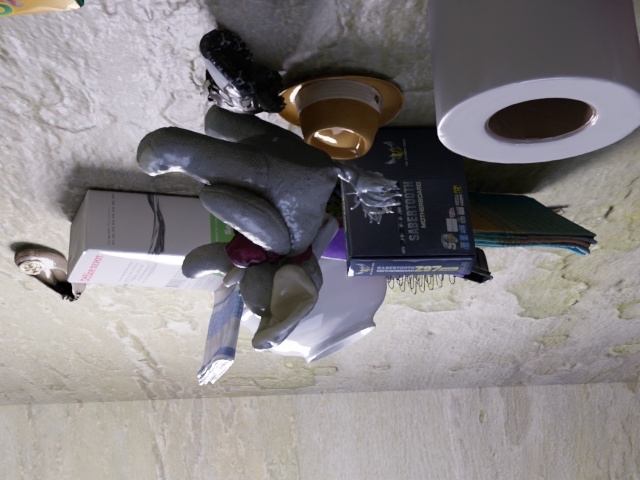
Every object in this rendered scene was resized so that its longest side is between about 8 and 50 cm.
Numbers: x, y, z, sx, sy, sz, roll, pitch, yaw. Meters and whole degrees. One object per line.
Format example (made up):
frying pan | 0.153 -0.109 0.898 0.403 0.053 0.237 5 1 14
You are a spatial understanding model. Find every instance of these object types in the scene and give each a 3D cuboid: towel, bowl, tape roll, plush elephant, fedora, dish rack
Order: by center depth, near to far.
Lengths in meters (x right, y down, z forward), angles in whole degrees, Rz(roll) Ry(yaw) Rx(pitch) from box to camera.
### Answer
tape roll | 0.253 -0.214 1.414 0.246 0.169 0.246 -3 161 -1
plush elephant | -0.078 -0.011 1.601 0.330 0.255 0.272 19 -160 5
fedora | 0.027 -0.165 1.670 0.194 0.079 0.194 -2 162 -1
towel | 0.222 -0.036 1.931 0.370 0.040 0.271 2 -164 -17
towel | -0.168 0.108 2.150 0.034 0.284 0.209 14 159 -13
bowl | 0.008 0.131 2.150 0.298 0.134 0.298 -27 169 -6
dish rack | 0.179 0.055 2.361 0.272 0.074 0.208 -18 155 39

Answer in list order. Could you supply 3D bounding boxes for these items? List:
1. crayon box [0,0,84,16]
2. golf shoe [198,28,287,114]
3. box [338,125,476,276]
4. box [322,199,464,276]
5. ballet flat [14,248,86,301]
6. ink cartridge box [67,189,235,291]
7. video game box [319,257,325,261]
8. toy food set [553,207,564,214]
crayon box | -0.400 -0.297 1.216 0.279 0.081 0.165 -5 161 6
golf shoe | -0.121 -0.206 1.537 0.094 0.077 0.198 -9 159 21
box | 0.123 -0.060 1.750 0.184 0.232 0.059 -1 149 -4
box | 0.084 -0.014 1.948 0.293 0.057 0.201 8 -166 -3
ballet flat | -0.526 0.071 2.337 0.084 0.058 0.250 -6 161 9
ink cartridge box | -0.291 0.004 2.078 0.273 0.114 0.198 5 160 -20
video game box | 0.000 0.000 2.212 0.187 0.048 0.205 -17 157 41
toy food set | 0.386 -0.038 2.198 0.122 0.019 0.078 -13 161 6
